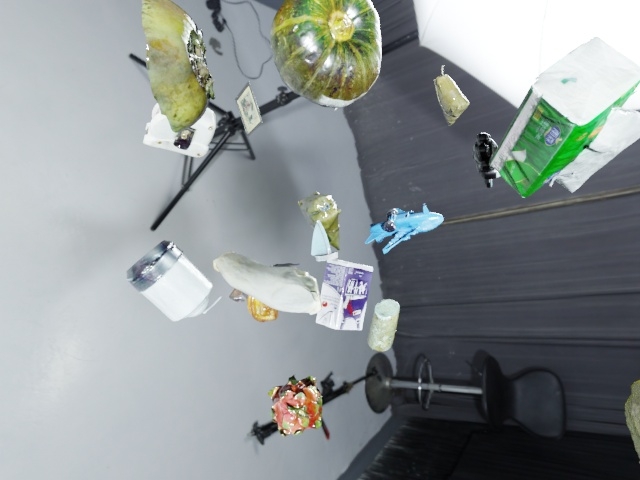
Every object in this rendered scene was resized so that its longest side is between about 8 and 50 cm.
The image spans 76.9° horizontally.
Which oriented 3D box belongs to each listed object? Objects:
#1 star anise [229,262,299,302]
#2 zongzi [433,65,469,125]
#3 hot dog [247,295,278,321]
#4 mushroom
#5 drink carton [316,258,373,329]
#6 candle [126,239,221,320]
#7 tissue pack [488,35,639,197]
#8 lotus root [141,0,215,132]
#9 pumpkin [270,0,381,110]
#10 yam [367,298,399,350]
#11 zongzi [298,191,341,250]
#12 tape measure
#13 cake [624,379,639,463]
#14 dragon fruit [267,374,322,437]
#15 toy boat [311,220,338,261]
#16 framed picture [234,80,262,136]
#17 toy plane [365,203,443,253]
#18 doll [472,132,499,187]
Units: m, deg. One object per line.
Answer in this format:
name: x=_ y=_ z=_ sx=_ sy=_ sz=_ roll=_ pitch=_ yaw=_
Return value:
star anise: x=-0.192 y=0.158 z=1.445 sx=0.282 sy=0.212 sz=0.129 roll=-24 pitch=103 yaw=-67
zongzi: x=0.486 y=-0.556 z=1.583 sx=0.189 sy=0.081 sz=0.178 roll=59 pitch=-3 yaw=7
hot dog: x=-0.184 y=0.205 z=1.306 sx=0.065 sy=0.099 sz=0.147 roll=-88 pitch=180 yaw=-66
mushroom: x=-0.138 y=0.101 z=1.014 sx=0.109 sy=0.351 sz=0.097 roll=-49 pitch=143 yaw=-40
drink carton: x=0.080 y=0.181 z=1.340 sx=0.134 sy=0.101 sz=0.222 roll=14 pitch=86 yaw=-46
candle: x=-0.555 y=0.177 z=1.556 sx=0.342 sy=0.221 sz=0.221 roll=50 pitch=44 yaw=-18
tissue pack: x=0.405 y=-0.173 z=0.658 sx=0.156 sy=0.148 sz=0.209 roll=52 pitch=-10 yaw=20
lotus root: x=-0.215 y=-0.280 z=0.640 sx=0.183 sy=0.077 sz=0.204 roll=93 pitch=-12 yaw=-64
pumpkin: x=0.008 y=-0.424 z=0.888 sx=0.260 sy=0.189 sz=0.260 roll=2 pitch=86 yaw=-28
yam: x=0.249 y=0.330 z=1.586 sx=0.107 sy=0.107 sz=0.194 roll=-37 pitch=141 yaw=-50
zongzi: x=0.035 y=-0.056 z=1.587 sx=0.125 sy=0.251 sz=0.274 roll=-31 pitch=103 yaw=-6
tape measure: x=-0.581 y=-0.466 z=1.678 sx=0.258 sy=0.265 sz=0.130 roll=13 pitch=53 yaw=-26
cake: x=0.811 y=0.441 z=0.912 sx=0.261 sy=0.156 sz=0.179 roll=-77 pitch=164 yaw=-44
dragon fruit: x=-0.054 y=0.433 z=1.082 sx=0.236 sy=0.135 sz=0.137 roll=12 pitch=69 yaw=-72
toy boat: x=0.000 y=-0.001 z=1.178 sx=0.034 sy=0.096 sz=0.122 roll=-29 pitch=105 yaw=-49
framed picture: x=-0.334 y=-0.604 z=1.875 sx=0.010 sy=0.195 sz=0.200 roll=-20 pitch=94 yaw=-30
toy plane: x=0.288 y=-0.056 z=1.409 sx=0.105 sy=0.271 sz=0.254 roll=56 pitch=32 yaw=-24
doll: x=0.428 y=-0.207 z=1.030 sx=0.219 sy=0.067 sz=0.091 roll=24 pitch=65 yaw=-61
